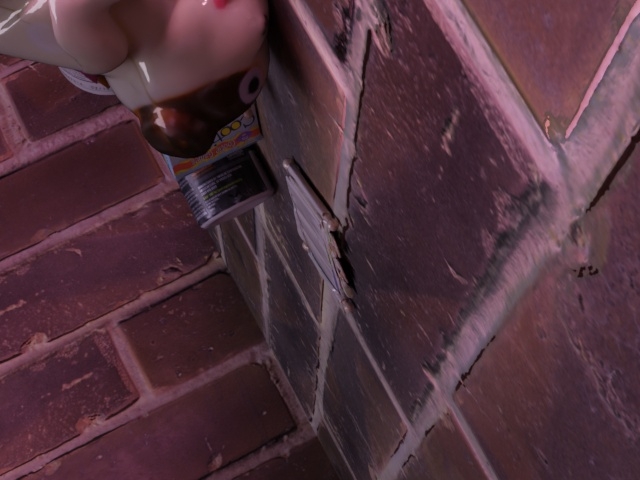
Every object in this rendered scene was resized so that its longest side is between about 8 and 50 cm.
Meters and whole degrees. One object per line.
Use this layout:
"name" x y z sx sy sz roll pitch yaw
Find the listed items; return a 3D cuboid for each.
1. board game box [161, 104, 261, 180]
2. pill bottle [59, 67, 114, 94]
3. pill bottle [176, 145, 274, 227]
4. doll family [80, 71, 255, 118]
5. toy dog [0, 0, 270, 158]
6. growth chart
"board game box" -0.213 -0.251 1.781 0.275 0.144 0.142 58 169 26
"pill bottle" -0.370 -0.409 2.017 0.204 0.204 0.361 59 170 23
"pill bottle" -0.179 -0.153 1.906 0.245 0.130 0.130 63 171 3
"doll family" -0.194 -0.240 1.562 0.263 0.163 0.118 34 -174 -20
"toy dog" -0.241 -0.255 1.326 0.395 0.408 0.284 -47 22 43
"growth chart" 0.000 0.000 1.683 0.172 0.021 0.237 57 168 34
